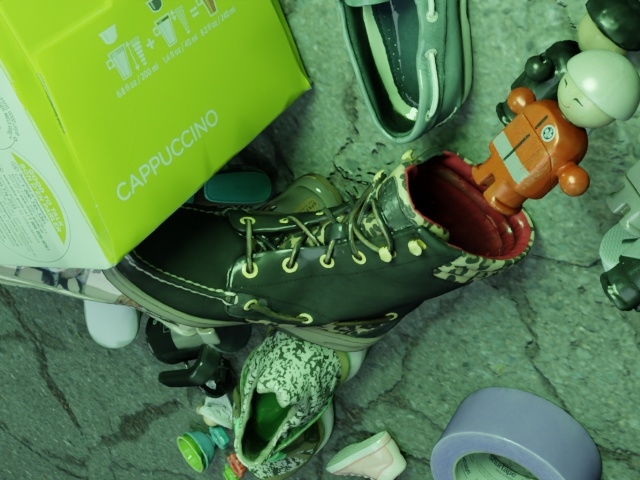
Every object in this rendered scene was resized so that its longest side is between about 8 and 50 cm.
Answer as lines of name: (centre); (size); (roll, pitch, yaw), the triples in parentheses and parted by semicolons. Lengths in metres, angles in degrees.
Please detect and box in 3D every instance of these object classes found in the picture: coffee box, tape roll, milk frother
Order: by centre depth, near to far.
coffee box: (-0.272, -0.202, 0.980); (0.334, 0.337, 0.338); (0, 125, 38)
tape roll: (0.232, 0.272, 1.220); (0.189, 0.080, 0.189); (20, 135, 22)
milk frother: (-0.145, 0.146, 1.398); (0.143, 0.129, 0.135); (14, 160, -42)

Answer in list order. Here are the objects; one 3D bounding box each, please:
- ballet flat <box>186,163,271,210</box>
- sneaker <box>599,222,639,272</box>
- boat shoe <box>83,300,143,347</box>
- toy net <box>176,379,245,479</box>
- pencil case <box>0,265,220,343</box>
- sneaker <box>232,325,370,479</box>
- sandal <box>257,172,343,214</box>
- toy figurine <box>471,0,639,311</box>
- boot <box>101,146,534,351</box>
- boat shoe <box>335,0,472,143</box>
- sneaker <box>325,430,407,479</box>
ballet flat: (-0.149, -0.061, 1.159); (0.188, 0.070, 0.070); (6, 151, -29)
sneaker: (0.379, 0.020, 0.890); (0.258, 0.094, 0.091); (1, 145, 42)
boat shoe: (-0.271, 0.007, 1.358); (0.096, 0.088, 0.267); (-3, 108, 6)
toy net: (-0.162, 0.298, 1.541); (0.122, 0.045, 0.232); (47, 149, 23)
pencil case: (-0.300, 0.000, 1.222); (0.411, 0.183, 0.160); (14, 170, 0)
sneaker: (-0.071, 0.228, 1.331); (0.158, 0.182, 0.410); (31, 141, 12)
sandal: (-0.047, 0.000, 1.203); (0.090, 0.060, 0.219); (45, 139, -5)
toy figurine: (0.245, -0.073, 0.807); (0.209, 0.213, 0.148); (40, 123, -4)
boot: (0.000, 0.000, 1.019); (0.377, 0.138, 0.284); (21, 146, -33)
boat shoe: (0.062, -0.231, 0.883); (0.116, 0.099, 0.319); (9, 131, 32)
sneaker: (0.066, 0.313, 1.404); (0.070, 0.051, 0.134); (51, 135, -4)
